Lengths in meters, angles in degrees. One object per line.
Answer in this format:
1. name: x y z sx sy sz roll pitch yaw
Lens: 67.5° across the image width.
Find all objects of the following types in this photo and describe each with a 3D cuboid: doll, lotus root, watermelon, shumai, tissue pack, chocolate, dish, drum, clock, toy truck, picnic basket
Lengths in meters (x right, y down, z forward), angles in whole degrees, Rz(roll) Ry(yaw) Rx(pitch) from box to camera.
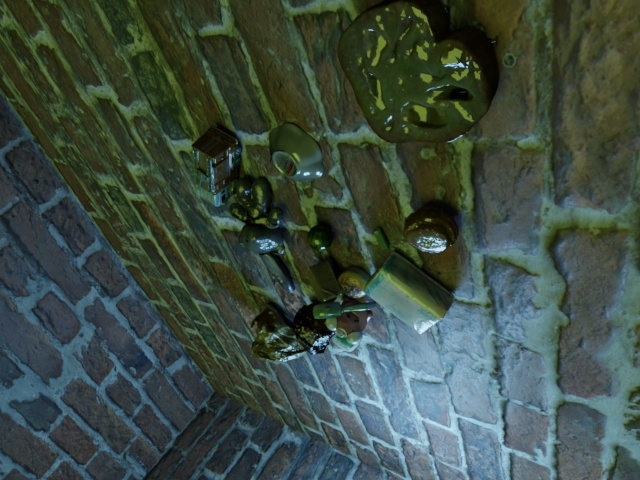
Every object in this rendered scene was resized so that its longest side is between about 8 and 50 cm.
1. doll: -0.259 -0.081 1.880 0.245 0.158 0.341 10 134 17
2. lotus root: 0.219 -0.389 1.149 0.390 0.111 0.375 32 149 9
3. watermelon: 0.000 -0.007 1.777 0.108 0.109 0.109 25 142 21
4. shumai: -0.209 0.457 2.437 0.313 0.267 0.263 2 106 12
5. tissue pack: 0.304 0.187 1.684 0.271 0.124 0.201 36 148 5
6. chocolate: 0.012 0.363 2.095 0.177 0.206 0.224 -30 66 33
7. dish: -0.101 -0.271 1.591 0.229 0.081 0.230 24 142 21
8. drum: 0.093 0.266 1.893 0.252 0.049 0.130 -10 164 6
9. clock: 0.119 0.333 1.981 0.165 0.162 0.093 33 142 9
10. toy truck: -0.397 -0.263 1.804 0.136 0.162 0.306 31 144 12
11. picnic basket: 0.012 0.167 1.896 0.115 0.079 0.164 116 131 -71

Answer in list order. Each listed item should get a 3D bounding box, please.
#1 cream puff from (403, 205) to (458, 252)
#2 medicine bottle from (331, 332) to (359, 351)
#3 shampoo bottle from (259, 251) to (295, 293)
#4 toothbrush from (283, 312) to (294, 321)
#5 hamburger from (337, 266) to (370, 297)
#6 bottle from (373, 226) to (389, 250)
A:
1. cream puff: 0.327 -0.037 1.419 0.165 0.115 0.150 15 146 18
2. medicine bottle: 0.114 0.451 2.197 0.119 0.069 0.183 33 146 2
3. shampoo bottle: -0.189 0.139 2.150 0.087 0.049 0.234 -3 127 47
4. toothbrush: -0.124 0.425 2.437 0.162 0.014 0.017 38 160 3
5. hamburger: 0.128 0.168 1.859 0.141 0.081 0.127 -12 119 49
6. bottle: 0.208 -0.005 1.638 0.030 0.030 0.083 -2 127 44
